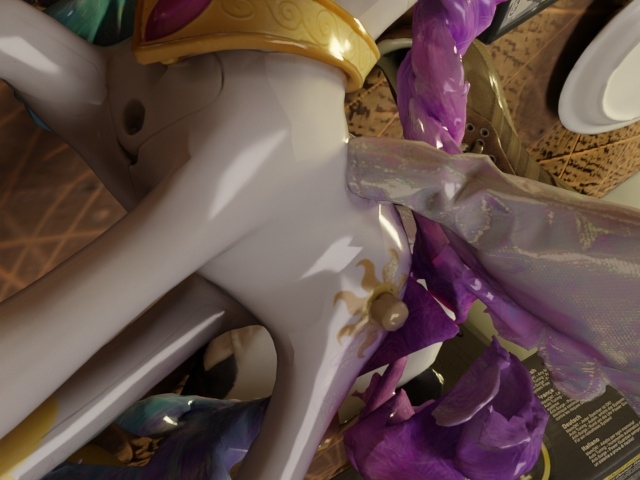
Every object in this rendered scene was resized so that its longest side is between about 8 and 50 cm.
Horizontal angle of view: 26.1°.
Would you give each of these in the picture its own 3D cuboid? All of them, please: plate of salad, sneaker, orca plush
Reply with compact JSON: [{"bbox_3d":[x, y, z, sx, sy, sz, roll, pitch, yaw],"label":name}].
[{"bbox_3d":[0.259,-0.156,1.048,0.200,0.048,0.200,-27,154,-14],"label":"plate of salad"},{"bbox_3d":[0.080,-0.032,0.724,0.071,0.188,0.066,-1,146,-47],"label":"sneaker"},{"bbox_3d":[-0.006,0.073,0.851,0.102,0.151,0.287,-82,-163,-64],"label":"orca plush"}]

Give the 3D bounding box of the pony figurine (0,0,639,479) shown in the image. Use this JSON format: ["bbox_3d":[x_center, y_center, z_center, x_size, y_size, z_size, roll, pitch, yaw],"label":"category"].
[{"bbox_3d":[0.000,0.000,0.498,0.363,0.303,0.351,-48,141,-15],"label":"pony figurine"}]

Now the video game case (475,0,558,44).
[{"bbox_3d":[0.196,-0.261,0.760,0.248,0.035,0.275,-35,156,-36],"label":"video game case"}]

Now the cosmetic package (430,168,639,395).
[{"bbox_3d":[0.228,0.079,1.171,0.377,0.097,0.284,-33,156,-32],"label":"cosmetic package"}]

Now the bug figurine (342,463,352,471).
[{"bbox_3d":[0.139,0.142,1.324,0.279,0.072,0.216,-24,142,-42],"label":"bug figurine"}]

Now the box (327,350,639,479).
[{"bbox_3d":[0.123,0.191,0.932,0.395,0.097,0.318,-27,155,-30],"label":"box"}]

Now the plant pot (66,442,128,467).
[{"bbox_3d":[-0.139,0.237,0.739,0.187,0.212,0.212,-45,164,-51],"label":"plant pot"}]
